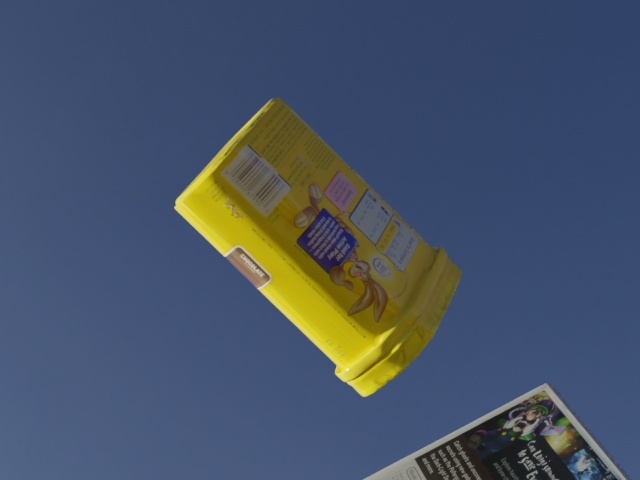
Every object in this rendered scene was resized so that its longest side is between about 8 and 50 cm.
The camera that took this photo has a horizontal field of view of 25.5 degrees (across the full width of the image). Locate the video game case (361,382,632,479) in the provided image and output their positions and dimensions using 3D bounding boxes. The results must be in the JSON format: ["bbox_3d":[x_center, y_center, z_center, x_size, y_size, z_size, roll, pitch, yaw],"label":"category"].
[{"bbox_3d":[0.088,0.165,0.780,0.173,0.190,0.022,-28,-67,-2],"label":"video game case"}]

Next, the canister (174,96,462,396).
[{"bbox_3d":[0.000,0.000,0.902,0.170,0.126,0.073,44,-58,-7],"label":"canister"}]
